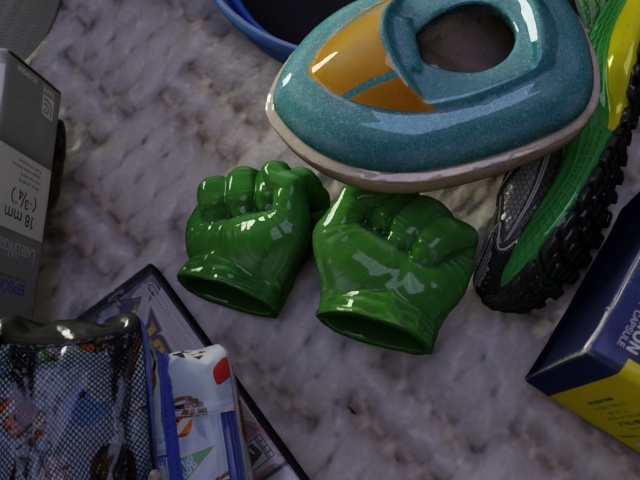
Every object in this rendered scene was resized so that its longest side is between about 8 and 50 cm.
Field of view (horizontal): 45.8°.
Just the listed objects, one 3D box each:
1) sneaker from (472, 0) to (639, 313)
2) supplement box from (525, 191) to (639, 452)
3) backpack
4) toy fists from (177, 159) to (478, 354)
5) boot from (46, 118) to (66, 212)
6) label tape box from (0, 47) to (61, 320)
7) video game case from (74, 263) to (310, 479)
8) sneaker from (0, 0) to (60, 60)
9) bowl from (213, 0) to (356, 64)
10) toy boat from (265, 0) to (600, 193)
[{"bbox_3d":[0.212,-0.092,0.711,0.146,0.134,0.343,14,72,28],"label":"sneaker"},{"bbox_3d":[0.373,0.110,0.563,0.356,0.195,0.194,31,78,11],"label":"supplement box"},{"bbox_3d":[-0.153,0.196,0.550,0.213,0.276,0.263,0,74,-7],"label":"backpack"},{"bbox_3d":[0.000,0.000,0.688,0.279,0.096,0.142,10,65,25],"label":"toy fists"},{"bbox_3d":[-0.375,-0.118,0.797,0.208,0.076,0.189,-3,85,12],"label":"boot"},{"bbox_3d":[-0.387,0.001,0.688,0.241,0.106,0.333,1,78,7],"label":"label tape box"},{"bbox_3d":[-0.179,0.199,0.691,0.248,0.035,0.275,-37,72,-6],"label":"video game case"},{"bbox_3d":[-0.385,-0.316,0.857,0.169,0.108,0.292,9,68,16],"label":"sneaker"},{"bbox_3d":[0.055,-0.346,0.823,0.391,0.077,0.391,-2,71,6],"label":"bowl"},{"bbox_3d":[0.071,-0.193,0.633,0.267,0.148,0.318,-14,63,4],"label":"toy boat"}]
